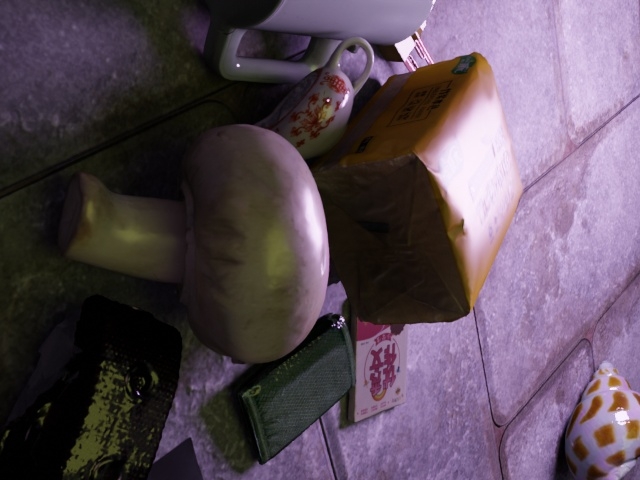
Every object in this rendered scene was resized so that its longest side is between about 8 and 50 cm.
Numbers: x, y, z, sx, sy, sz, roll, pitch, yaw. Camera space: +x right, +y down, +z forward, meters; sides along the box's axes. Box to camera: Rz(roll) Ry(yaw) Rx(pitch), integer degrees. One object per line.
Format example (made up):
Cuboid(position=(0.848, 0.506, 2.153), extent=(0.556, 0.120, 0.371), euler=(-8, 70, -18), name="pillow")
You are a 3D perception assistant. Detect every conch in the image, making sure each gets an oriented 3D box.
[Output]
Cuboid(position=(0.732, 0.487, 2.254), extent=(0.368, 0.197, 0.249), euler=(-50, 167, -37), name="conch")

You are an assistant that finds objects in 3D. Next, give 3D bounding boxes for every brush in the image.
Cuboid(position=(0.161, -0.341, 1.576), extent=(0.233, 0.047, 0.103), euler=(51, 59, -42), name="brush")

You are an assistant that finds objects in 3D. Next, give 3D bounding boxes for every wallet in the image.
Cuboid(position=(-0.037, 0.238, 1.438), extent=(0.236, 0.055, 0.160), euler=(-34, 124, -33), name="wallet")

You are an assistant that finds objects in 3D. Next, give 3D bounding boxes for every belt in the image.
Cuboid(position=(-0.270, 0.219, 1.065), extent=(0.164, 0.184, 0.289), euler=(30, 75, -38), name="belt")

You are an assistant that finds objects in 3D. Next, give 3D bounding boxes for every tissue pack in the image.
Cuboid(position=(0.168, -0.089, 1.423), extent=(0.382, 0.228, 0.293), euler=(-52, 129, -49), name="tissue pack")

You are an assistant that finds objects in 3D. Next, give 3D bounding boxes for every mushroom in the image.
Cuboid(position=(-0.116, -0.018, 1.132), extent=(0.356, 0.315, 0.315), euler=(51, 59, -33), name="mushroom")

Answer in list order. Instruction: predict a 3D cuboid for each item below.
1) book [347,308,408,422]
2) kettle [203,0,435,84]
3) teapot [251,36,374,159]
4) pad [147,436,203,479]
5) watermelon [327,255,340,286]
Cuboid(position=(0.109, 0.204, 1.621), extent=(0.162, 0.022, 0.232), euler=(-7, 101, -48), name="book")
Cuboid(position=(-0.016, -0.377, 1.284), extent=(0.318, 0.265, 0.205), euler=(-10, 72, -48), name="kettle")
Cuboid(position=(-0.011, -0.194, 1.294), extent=(0.116, 0.159, 0.245), euler=(40, 92, -7), name="teapot")
Cuboid(position=(-0.242, 0.380, 1.264), extent=(0.193, 0.004, 0.116), euler=(-31, 118, -41), name="pad")
Cuboid(position=(0.000, 0.000, 1.433), extent=(0.139, 0.071, 0.187), euler=(-19, 111, -41), name="watermelon")
